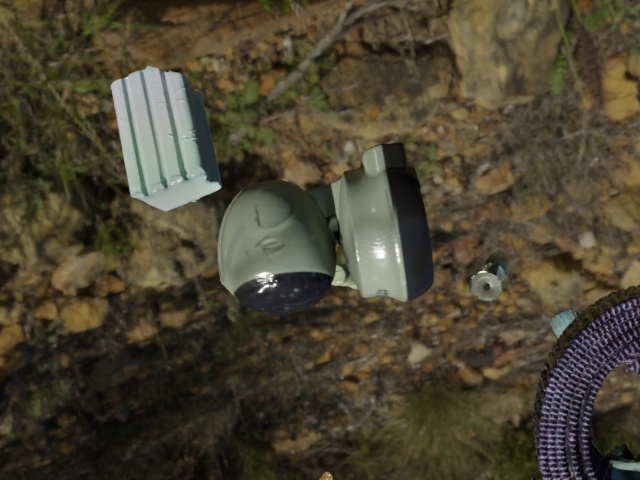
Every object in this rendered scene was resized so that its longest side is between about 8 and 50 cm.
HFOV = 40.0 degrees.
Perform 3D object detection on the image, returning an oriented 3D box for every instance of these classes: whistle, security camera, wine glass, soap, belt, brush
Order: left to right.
[{"bbox_3d":[-0.320,-0.218,1.815,0.173,0.289,0.095,-21,158,15],"label":"soap"},{"bbox_3d":[0.000,0.000,1.163,0.277,0.191,0.197,-8,166,3],"label":"security camera"},{"bbox_3d":[0.098,0.079,1.919,0.126,0.067,0.258,-11,171,30],"label":"whistle"},{"bbox_3d":[0.400,0.074,2.032,0.074,0.074,0.262,-20,-175,22],"label":"wine glass"},{"bbox_3d":[0.586,0.251,1.987,0.070,0.196,0.021,-31,158,26],"label":"brush"},{"bbox_3d":[0.387,0.210,1.035,0.260,0.324,0.122,11,-174,10],"label":"belt"}]

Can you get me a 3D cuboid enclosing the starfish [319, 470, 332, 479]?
[{"bbox_3d":[-0.006,0.508,1.483,0.050,0.138,0.247,7,122,-44],"label":"starfish"}]
